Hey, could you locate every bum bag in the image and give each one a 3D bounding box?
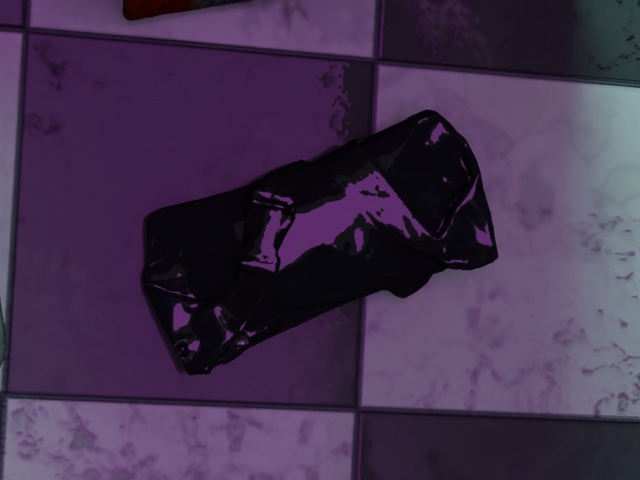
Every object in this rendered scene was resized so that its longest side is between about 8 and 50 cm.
[{"bbox_3d":[0.000,0.000,1.266,0.248,0.060,0.123,-23,95,-13],"label":"bum bag"}]

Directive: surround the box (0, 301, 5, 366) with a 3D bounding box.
[{"bbox_3d":[-0.404,-0.047,1.066,0.395,0.111,0.397,-13,110,-18],"label":"box"}]

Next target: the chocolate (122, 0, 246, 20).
[{"bbox_3d":[0.041,-0.280,1.148,0.360,0.341,0.161,-11,81,-13],"label":"chocolate"}]
